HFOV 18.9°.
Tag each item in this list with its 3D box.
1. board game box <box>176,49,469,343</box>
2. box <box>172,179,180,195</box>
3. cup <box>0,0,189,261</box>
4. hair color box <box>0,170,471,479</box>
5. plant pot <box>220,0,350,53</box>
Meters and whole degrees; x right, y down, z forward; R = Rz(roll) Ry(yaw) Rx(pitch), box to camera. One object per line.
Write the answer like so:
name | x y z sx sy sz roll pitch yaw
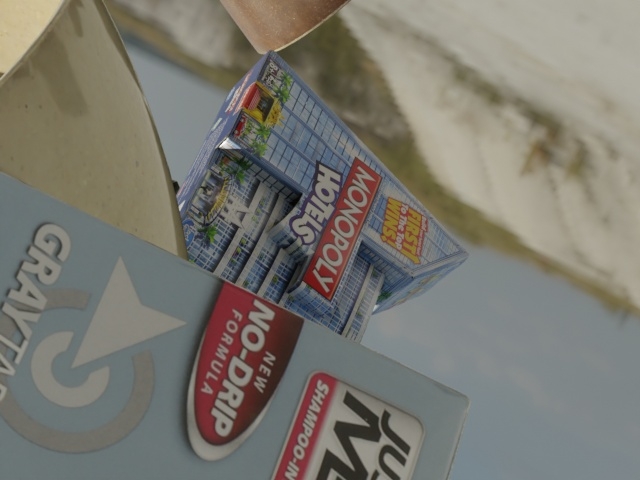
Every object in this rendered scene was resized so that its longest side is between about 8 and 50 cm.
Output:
board game box | 0.000 0.000 1.281 0.194 0.060 0.194 36 -137 -14
box | -0.151 0.045 1.715 0.045 0.184 0.191 -22 -173 -30
cup | -0.199 0.038 1.019 0.237 0.331 0.331 56 171 -23
hair color box | -0.162 0.050 0.642 0.374 0.113 0.185 26 150 -10
plant pot | -0.050 -0.303 1.512 0.230 0.215 0.215 45 177 -17
